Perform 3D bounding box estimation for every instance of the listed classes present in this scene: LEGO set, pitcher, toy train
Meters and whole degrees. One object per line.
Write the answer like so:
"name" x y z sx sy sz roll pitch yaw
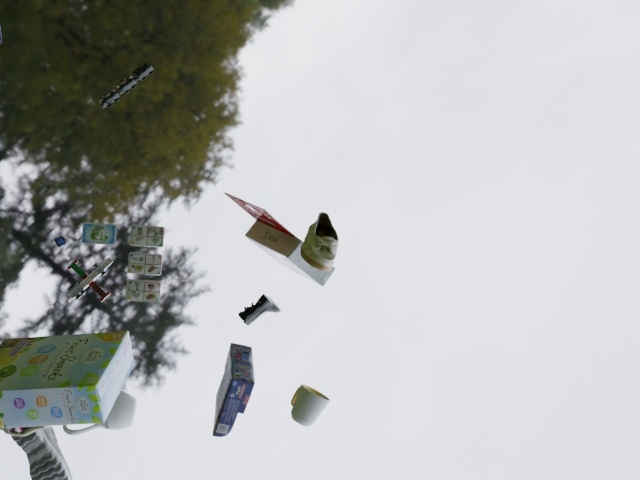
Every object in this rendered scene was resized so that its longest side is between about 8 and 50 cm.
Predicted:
"LEGO set" -0.491 0.052 1.800 0.060 0.245 0.182 135 -43 -73
"pitcher" -0.693 0.548 2.442 0.177 0.207 0.125 -91 -166 -51
"toy train" -0.465 -0.369 1.843 0.036 0.027 0.158 35 -110 32

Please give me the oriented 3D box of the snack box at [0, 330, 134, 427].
"snack box" -0.407 0.208 1.174 0.207 0.070 0.174 -3 -160 2

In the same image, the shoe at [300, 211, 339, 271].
"shoe" 0.000 0.000 1.714 0.219 0.077 0.058 -92 -158 -66

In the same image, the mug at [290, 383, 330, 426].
"mug" -0.024 0.310 1.450 0.064 0.062 0.078 -62 180 -2

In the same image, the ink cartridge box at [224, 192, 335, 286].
"ink cartridge box" -0.117 -0.005 1.877 0.060 0.239 0.275 -54 -152 -6

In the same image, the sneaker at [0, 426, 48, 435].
"sneaker" -0.730 0.410 1.853 0.253 0.102 0.111 -12 -165 11

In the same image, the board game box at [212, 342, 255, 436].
"board game box" -0.215 0.360 1.950 0.194 0.060 0.194 -94 -159 -59

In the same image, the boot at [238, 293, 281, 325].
"boot" -0.177 0.208 2.256 0.099 0.121 0.045 -42 -118 1

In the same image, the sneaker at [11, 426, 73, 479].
"sneaker" -0.749 0.570 2.135 0.105 0.281 0.115 -19 -168 10
